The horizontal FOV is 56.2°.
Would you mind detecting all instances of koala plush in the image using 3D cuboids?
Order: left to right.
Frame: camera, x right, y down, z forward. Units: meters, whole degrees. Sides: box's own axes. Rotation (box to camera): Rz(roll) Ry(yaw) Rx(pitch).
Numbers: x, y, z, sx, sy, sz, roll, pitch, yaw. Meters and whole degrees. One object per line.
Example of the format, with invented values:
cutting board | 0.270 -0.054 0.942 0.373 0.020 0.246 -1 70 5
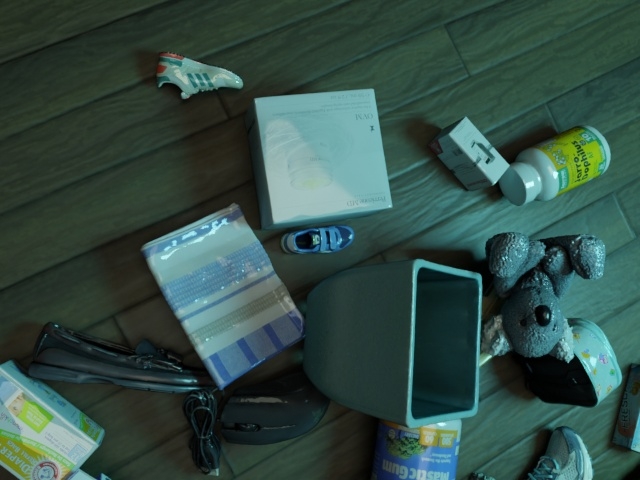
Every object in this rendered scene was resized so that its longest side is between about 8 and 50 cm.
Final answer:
koala plush | 0.381 0.106 1.076 0.196 0.203 0.221 1 84 -1

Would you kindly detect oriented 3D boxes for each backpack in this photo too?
backpack | 0.492 0.237 1.178 0.144 0.188 0.165 -25 92 -15

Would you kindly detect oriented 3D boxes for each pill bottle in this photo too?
pill bottle | 0.167 0.448 1.098 0.152 0.152 0.272 10 83 -13
pill bottle | 0.479 -0.151 1.241 0.208 0.117 0.117 -24 92 -15

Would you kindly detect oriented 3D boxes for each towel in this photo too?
towel | -0.161 0.088 1.055 0.209 0.034 0.285 -27 83 -32

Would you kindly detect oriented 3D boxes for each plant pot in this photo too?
plant pot | 0.109 0.168 1.036 0.247 0.252 0.247 13 78 -51

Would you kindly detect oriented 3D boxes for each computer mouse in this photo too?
computer mouse | -0.094 0.316 1.053 0.272 0.072 0.188 -13 122 -21

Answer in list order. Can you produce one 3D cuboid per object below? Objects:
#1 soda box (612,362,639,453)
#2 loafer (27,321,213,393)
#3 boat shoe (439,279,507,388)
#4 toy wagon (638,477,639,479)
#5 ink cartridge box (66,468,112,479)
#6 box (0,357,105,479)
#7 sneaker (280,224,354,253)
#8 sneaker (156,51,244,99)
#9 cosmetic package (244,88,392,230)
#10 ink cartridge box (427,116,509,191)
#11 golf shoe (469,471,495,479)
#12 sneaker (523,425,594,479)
soda box | 0.691 0.361 1.286 0.063 0.058 0.183 21 80 -12
loafer | -0.329 0.201 1.017 0.303 0.109 0.095 9 79 -11
boat shoe | 0.313 0.162 1.181 0.110 0.121 0.341 44 66 11
toy wagon | 0.748 0.565 1.257 0.344 0.068 0.267 19 76 -19
ink cartridge box | -0.396 0.486 0.970 0.206 0.045 0.208 -45 121 -13
box | -0.469 0.303 0.971 0.203 0.103 0.114 41 77 -8
sneaker | 0.000 0.000 1.137 0.144 0.059 0.053 -10 86 -16
sneaker | -0.225 -0.293 1.111 0.161 0.057 0.075 14 99 -14
cosmetic package | -0.008 -0.146 1.107 0.224 0.138 0.224 -9 89 -15
ink cartridge box | 0.296 -0.171 1.205 0.135 0.099 0.056 46 76 -8
golf shoe | 0.303 0.550 1.172 0.086 0.069 0.176 42 78 -14
sneaker | 0.450 0.508 1.190 0.122 0.110 0.283 15 82 -9
